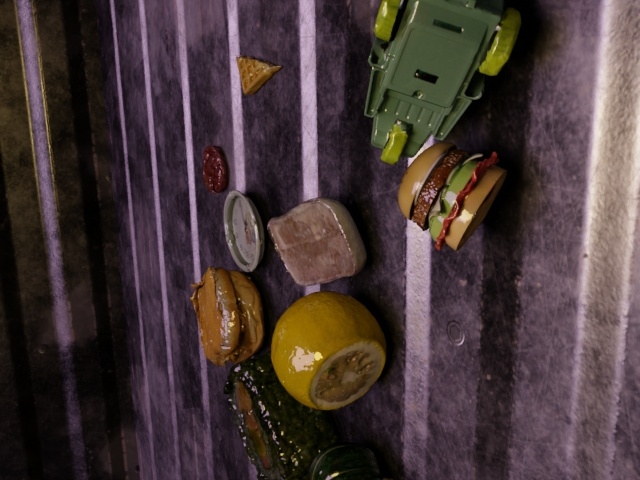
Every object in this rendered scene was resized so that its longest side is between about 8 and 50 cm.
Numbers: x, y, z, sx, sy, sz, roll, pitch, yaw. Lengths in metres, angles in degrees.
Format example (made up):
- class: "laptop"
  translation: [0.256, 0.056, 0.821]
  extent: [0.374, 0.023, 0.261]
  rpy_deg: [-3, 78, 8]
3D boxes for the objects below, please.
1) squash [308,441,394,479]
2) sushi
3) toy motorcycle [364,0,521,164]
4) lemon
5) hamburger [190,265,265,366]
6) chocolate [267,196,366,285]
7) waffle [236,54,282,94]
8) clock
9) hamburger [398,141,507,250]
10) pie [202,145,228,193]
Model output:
- class: "squash"
  translation: [0.065, 0.553, 1.442]
  extent: [0.218, 0.173, 0.218]
  rpy_deg: [25, 120, 54]
- class: "sushi"
  translation: [-0.107, 0.476, 1.707]
  extent: [0.351, 0.178, 0.294]
  rpy_deg: [62, 148, 22]
- class: "toy motorcycle"
  translation: [0.164, -0.281, 1.033]
  extent: [0.326, 0.191, 0.199]
  rpy_deg: [111, 176, -53]
- class: "lemon"
  translation: [0.007, 0.217, 1.387]
  extent: [0.219, 0.241, 0.240]
  rpy_deg: [50, 138, 45]
- class: "hamburger"
  translation: [-0.270, 0.216, 1.926]
  extent: [0.319, 0.158, 0.318]
  rpy_deg: [25, 120, 55]
- class: "chocolate"
  translation: [0.000, 0.000, 1.471]
  extent: [0.303, 0.100, 0.185]
  rpy_deg: [-17, 94, 62]
- class: "waffle"
  translation: [-0.158, -0.460, 1.680]
  extent: [0.191, 0.032, 0.125]
  rpy_deg: [-25, 74, 57]
- class: "clock"
  translation: [-0.208, -0.028, 1.857]
  extent: [0.236, 0.053, 0.236]
  rpy_deg: [28, 123, 56]
- class: "hamburger"
  translation: [0.197, -0.076, 1.034]
  extent: [0.137, 0.175, 0.175]
  rpy_deg: [31, 130, 18]
- class: "pie"
  translation: [-0.324, -0.217, 2.017]
  extent: [0.154, 0.038, 0.153]
  rpy_deg: [15, 108, 57]
